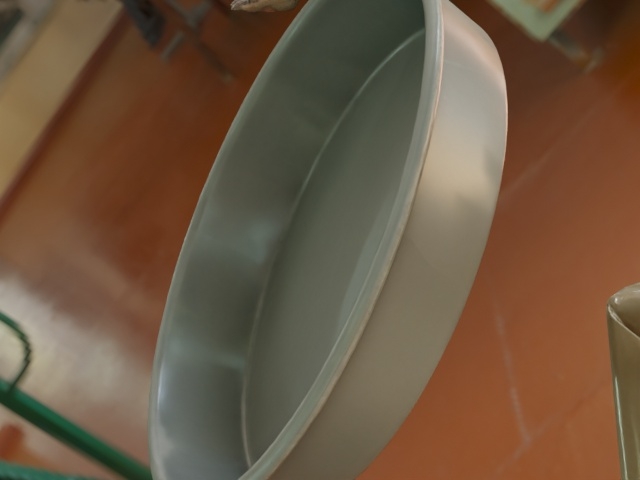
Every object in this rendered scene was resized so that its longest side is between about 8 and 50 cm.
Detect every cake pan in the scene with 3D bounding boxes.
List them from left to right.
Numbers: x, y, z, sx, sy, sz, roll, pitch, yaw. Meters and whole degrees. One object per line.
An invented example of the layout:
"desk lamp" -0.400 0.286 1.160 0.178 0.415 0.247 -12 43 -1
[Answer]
"cake pan" 0.000 0.000 0.777 0.293 0.054 0.293 -53 25 38

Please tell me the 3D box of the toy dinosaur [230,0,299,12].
"toy dinosaur" -0.005 -0.229 0.880 0.296 0.127 0.200 -141 59 -63

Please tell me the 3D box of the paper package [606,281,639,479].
"paper package" 0.307 0.148 0.859 0.168 0.325 0.309 -4 92 35
